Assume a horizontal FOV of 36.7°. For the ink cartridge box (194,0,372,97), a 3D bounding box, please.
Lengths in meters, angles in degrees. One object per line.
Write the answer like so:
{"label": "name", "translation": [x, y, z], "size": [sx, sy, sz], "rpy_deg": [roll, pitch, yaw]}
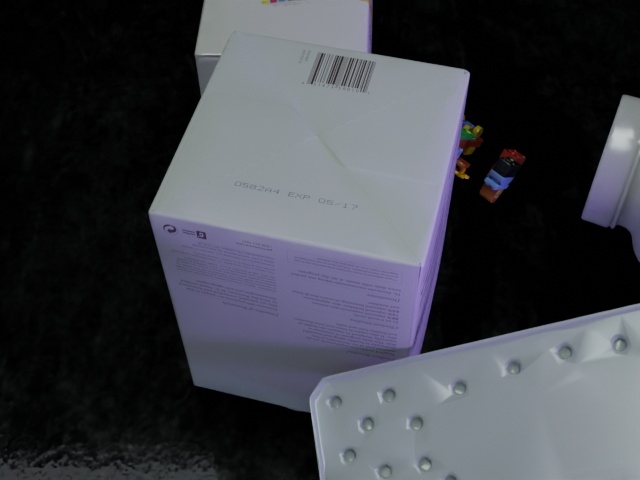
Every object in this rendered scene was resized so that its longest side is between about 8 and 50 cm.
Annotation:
{"label": "ink cartridge box", "translation": [-0.030, -0.209, 1.023], "size": [0.168, 0.171, 0.233], "rpy_deg": [2, 54, 3]}

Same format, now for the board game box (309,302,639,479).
{"label": "board game box", "translation": [0.206, 0.244, 0.641], "size": [0.390, 0.050, 0.390], "rpy_deg": [-15, 67, 14]}

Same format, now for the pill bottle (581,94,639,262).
{"label": "pill bottle", "translation": [0.414, -0.028, 0.876], "size": [0.322, 0.181, 0.181], "rpy_deg": [18, 56, 15]}

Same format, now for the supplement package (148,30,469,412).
{"label": "supplement package", "translation": [0.000, 0.000, 0.812], "size": [0.199, 0.263, 0.198], "rpy_deg": [12, 55, 9]}

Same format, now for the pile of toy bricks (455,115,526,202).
{"label": "pile of toy bricks", "translation": [0.111, -0.064, 0.956], "size": [0.118, 0.105, 0.212], "rpy_deg": [40, 23, 22]}
